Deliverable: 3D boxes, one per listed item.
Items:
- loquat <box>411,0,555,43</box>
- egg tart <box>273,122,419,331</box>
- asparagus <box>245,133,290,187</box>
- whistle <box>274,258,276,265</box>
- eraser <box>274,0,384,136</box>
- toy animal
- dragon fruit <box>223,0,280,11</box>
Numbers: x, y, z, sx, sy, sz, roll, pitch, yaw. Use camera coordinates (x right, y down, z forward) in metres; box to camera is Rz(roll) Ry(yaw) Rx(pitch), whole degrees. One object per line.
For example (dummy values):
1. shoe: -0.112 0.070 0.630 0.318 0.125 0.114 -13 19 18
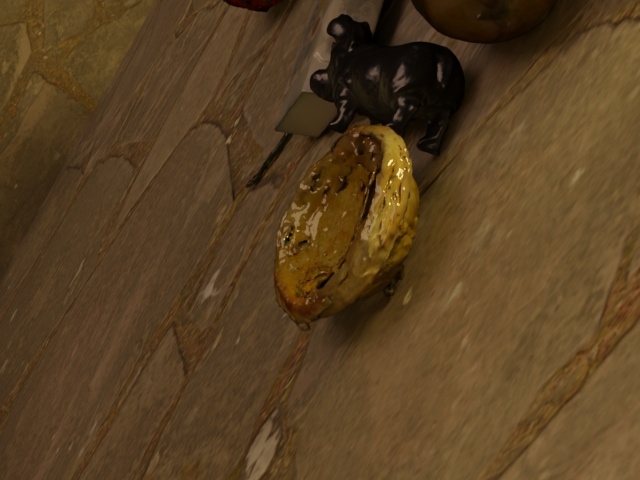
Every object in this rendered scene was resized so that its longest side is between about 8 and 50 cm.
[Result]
1. loquat: 0.197 -0.326 1.278 0.179 0.179 0.227 -65 13 -4
2. egg tart: 0.043 -0.009 1.340 0.291 0.107 0.291 -44 34 41
3. asparagus: -0.085 -0.153 1.879 0.163 0.016 0.016 -53 52 23
4. whistle: 0.000 0.000 1.496 0.220 0.057 0.107 -44 34 31
5. eraser: 0.037 -0.376 1.747 0.213 0.082 0.397 141 148 -66
6. toy animal: 0.071 -0.220 1.470 0.168 0.106 0.343 -61 32 6
7. dragon fruit: -0.145 -0.610 2.202 0.241 0.252 0.241 -27 10 5
